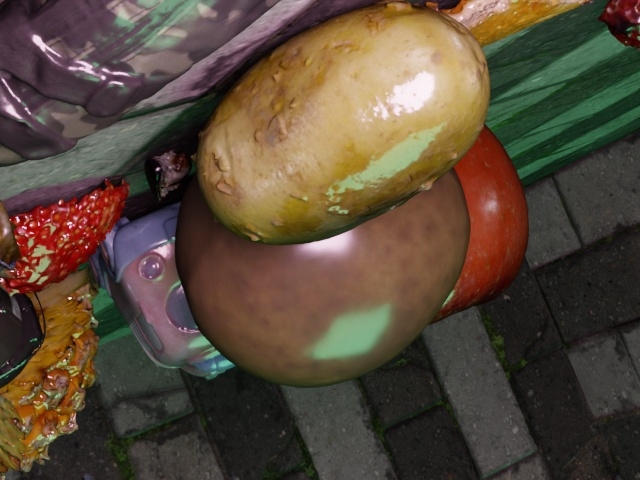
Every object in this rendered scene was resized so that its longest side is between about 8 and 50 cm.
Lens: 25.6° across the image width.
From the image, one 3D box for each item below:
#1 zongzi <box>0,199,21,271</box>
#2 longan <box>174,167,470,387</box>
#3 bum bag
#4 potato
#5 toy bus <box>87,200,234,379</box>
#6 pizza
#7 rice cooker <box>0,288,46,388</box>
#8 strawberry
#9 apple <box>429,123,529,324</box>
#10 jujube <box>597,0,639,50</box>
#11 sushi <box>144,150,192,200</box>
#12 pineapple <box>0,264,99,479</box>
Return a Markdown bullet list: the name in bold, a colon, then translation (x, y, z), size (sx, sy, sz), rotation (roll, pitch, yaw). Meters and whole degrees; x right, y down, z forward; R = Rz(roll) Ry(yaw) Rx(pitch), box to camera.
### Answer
- **zongzi**: translation (-0.300, -0.007, 1.183), size (0.286, 0.138, 0.300), rotation (-36, -179, 39)
- **longan**: translation (0.000, 0.000, 1.508), size (0.319, 0.318, 0.319), rotation (-22, 175, -2)
- **bum bag**: translation (-0.153, -0.108, 0.840), size (0.340, 0.095, 0.144), rotation (-27, 159, 27)
- **potato**: translation (0.016, -0.099, 1.227), size (0.210, 0.173, 0.307), rotation (-11, 166, -47)
- **toy bus**: translation (-0.165, 0.061, 1.798), size (0.197, 0.231, 0.294), rotation (-21, 176, -18)
- **pizza**: translation (0.135, -0.202, 1.328), size (0.271, 0.056, 0.134), rotation (-23, 178, 16)
- **rice cooker**: translation (-0.436, 0.119, 1.718), size (0.203, 0.142, 0.118), rotation (-28, 149, -1)
- **strawberry**: translation (-0.272, -0.002, 1.480), size (0.208, 0.087, 0.167), rotation (-22, 174, -28)
- **apple**: translation (0.099, -0.025, 1.804), size (0.349, 0.276, 0.348), rotation (-21, 177, -1)
- **jujube**: translation (0.399, -0.259, 1.646), size (0.104, 0.104, 0.166), rotation (-26, 174, 36)
- **sushi**: translation (-0.157, -0.071, 1.495), size (0.046, 0.044, 0.083), rotation (-20, 177, -13)
- **pineapple**: translation (-0.376, 0.186, 1.936), size (0.344, 0.209, 0.286), rotation (11, -143, 44)
